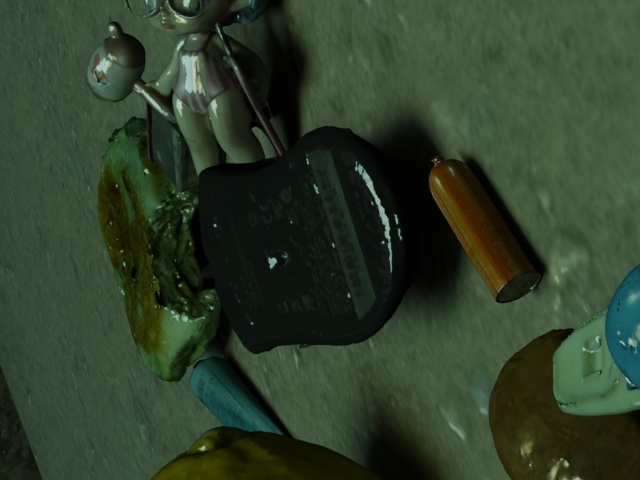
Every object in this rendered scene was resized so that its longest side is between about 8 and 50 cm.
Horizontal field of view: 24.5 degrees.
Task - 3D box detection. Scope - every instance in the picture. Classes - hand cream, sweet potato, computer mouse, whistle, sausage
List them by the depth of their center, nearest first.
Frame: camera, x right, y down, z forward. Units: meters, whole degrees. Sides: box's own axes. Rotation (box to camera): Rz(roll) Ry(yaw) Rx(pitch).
[{"bbox_3d":[0.161,0.029,0.594,0.235,0.077,0.114,145,131,-59],"label":"whistle"},{"bbox_3d":[0.167,0.144,0.689,0.097,0.097,0.292,94,152,-43],"label":"sweet potato"},{"bbox_3d":[0.092,-0.011,0.870,0.031,0.031,0.107,99,149,-50],"label":"sausage"},{"bbox_3d":[0.000,0.000,1.027,0.264,0.088,0.147,-11,93,53],"label":"computer mouse"},{"bbox_3d":[-0.070,0.184,1.470,0.224,0.048,0.083,44,146,45],"label":"hand cream"}]

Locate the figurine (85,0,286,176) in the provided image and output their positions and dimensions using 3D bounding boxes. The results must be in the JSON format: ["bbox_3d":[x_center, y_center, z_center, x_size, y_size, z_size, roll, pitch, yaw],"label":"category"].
[{"bbox_3d":[-0.099,-0.141,1.175,0.205,0.103,0.260,12,123,41],"label":"figurine"}]

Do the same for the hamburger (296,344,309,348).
[{"bbox_3d":[-0.007,0.035,1.156,0.121,0.054,0.084,113,137,-72],"label":"hamburger"}]

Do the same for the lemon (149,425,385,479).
[{"bbox_3d":[-0.036,0.285,1.101,0.293,0.293,0.293,165,90,-71],"label":"lemon"}]

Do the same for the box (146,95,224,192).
[{"bbox_3d":[-0.123,-0.095,1.372,0.063,0.060,0.085,51,150,34],"label":"box"}]

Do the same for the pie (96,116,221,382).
[{"bbox_3d":[-0.178,0.007,1.578,0.302,0.067,0.302,170,90,-71],"label":"pie"}]
